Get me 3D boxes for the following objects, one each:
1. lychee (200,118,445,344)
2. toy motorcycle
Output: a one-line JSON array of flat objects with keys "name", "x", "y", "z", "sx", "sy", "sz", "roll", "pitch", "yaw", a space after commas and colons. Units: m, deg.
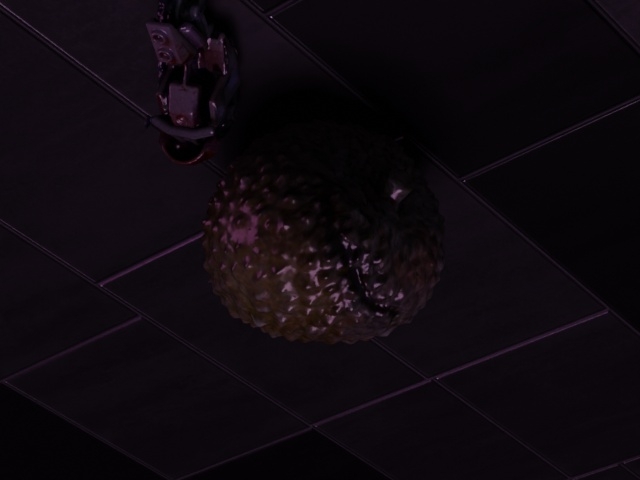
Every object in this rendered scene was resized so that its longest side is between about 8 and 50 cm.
[{"name": "lychee", "x": 0.000, "y": 0.000, "z": 1.833, "sx": 0.255, "sy": 0.255, "sz": 0.274, "roll": 30, "pitch": 128, "yaw": -31}, {"name": "toy motorcycle", "x": -0.133, "y": -0.159, "z": 1.746, "sx": 0.082, "sy": 0.122, "sz": 0.213, "roll": 7, "pitch": 144, "yaw": 19}]
